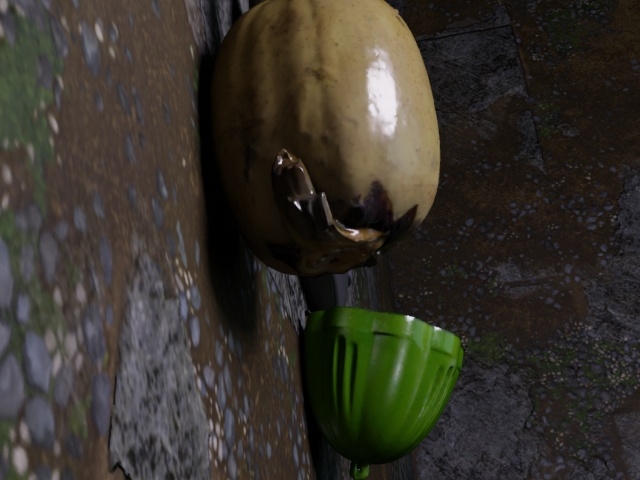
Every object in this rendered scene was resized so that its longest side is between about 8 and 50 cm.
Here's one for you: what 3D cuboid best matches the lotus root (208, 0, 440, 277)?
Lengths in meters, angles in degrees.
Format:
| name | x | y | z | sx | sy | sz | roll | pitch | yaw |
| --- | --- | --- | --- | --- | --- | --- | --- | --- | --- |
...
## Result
| name | x | y | z | sx | sy | sz | roll | pitch | yaw |
| --- | --- | --- | --- | --- | --- | --- | --- | --- | --- |
| lotus root | -0.001 | -0.122 | 0.746 | 0.183 | 0.183 | 0.310 | 61 | 21 | -69 |

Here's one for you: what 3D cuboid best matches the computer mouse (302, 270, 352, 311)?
| name | x | y | z | sx | sy | sz | roll | pitch | yaw |
| --- | --- | --- | --- | --- | --- | --- | --- | --- | --- |
| computer mouse | 0.001 | -0.001 | 1.089 | 0.120 | 0.057 | 0.232 | -89 | 168 | -49 |

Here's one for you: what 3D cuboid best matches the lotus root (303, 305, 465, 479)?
| name | x | y | z | sx | sy | sz | roll | pitch | yaw |
| --- | --- | --- | --- | --- | --- | --- | --- | --- | --- |
| lotus root | 0.055 | 0.176 | 0.991 | 0.186 | 0.186 | 0.186 | -9 | 90 | -82 |

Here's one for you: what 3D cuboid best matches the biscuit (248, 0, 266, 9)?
| name | x | y | z | sx | sy | sz | roll | pitch | yaw |
| --- | --- | --- | --- | --- | --- | --- | --- | --- | --- |
| biscuit | -0.029 | -0.152 | 0.918 | 0.188 | 0.040 | 0.265 | 137 | -61 | -74 |
